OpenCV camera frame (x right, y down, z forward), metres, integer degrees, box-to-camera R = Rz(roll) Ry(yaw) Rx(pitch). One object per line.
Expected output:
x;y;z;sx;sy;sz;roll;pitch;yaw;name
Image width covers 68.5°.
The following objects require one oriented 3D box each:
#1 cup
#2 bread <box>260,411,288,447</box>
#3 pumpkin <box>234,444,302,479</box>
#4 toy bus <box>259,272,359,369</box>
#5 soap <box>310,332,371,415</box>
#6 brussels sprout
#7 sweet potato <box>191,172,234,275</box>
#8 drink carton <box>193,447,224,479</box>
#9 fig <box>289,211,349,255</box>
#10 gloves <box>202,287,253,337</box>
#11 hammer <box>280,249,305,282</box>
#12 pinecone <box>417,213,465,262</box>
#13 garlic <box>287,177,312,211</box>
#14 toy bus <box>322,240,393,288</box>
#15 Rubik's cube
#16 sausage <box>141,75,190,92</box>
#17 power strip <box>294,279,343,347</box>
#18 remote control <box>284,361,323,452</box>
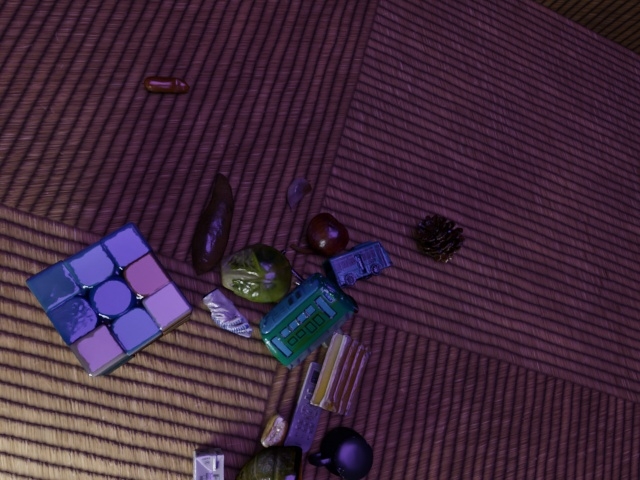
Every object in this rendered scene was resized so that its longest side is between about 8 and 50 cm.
0.073;0.776;1.690;0.223;0.176;0.169;-6;82;-19;cup
-0.159;0.685;1.677;0.082;0.106;0.125;32;72;-7;bread
-0.172;0.827;1.583;0.232;0.242;0.324;8;104;7;pumpkin
-0.056;0.274;1.698;0.343;0.183;0.199;-42;109;2;toy bus
0.080;0.504;1.769;0.173;0.089;0.274;35;69;-41;soap
-0.240;0.119;1.734;0.272;0.210;0.219;2;84;-2;brussels sprout
-0.398;-0.071;1.776;0.131;0.130;0.422;13;73;-14;sweet potato
-0.375;0.818;1.563;0.102;0.134;0.222;0;77;-15;drink carton
0.007;0.002;1.877;0.175;0.175;0.207;41;92;-4;fig
-0.338;0.274;1.729;0.229;0.097;0.119;42;24;4;gloves
-0.112;0.115;1.873;0.178;0.021;0.065;45;68;-3;hammer
0.504;-0.019;2.017;0.213;0.169;0.185;24;57;-24;pinecone
-0.095;-0.203;1.929;0.084;0.066;0.152;44;67;-5;garlic
0.148;0.097;1.901;0.256;0.128;0.147;-20;85;-20;toy bus
-0.650;0.198;1.515;0.344;0.347;0.346;-35;90;-22;Rubik's cube
-0.617;-0.622;1.877;0.183;0.054;0.062;-5;111;-20;sausage
-0.023;0.280;1.844;0.093;0.053;0.288;-34;90;-21;power strip
-0.049;0.620;1.756;0.109;0.055;0.312;31;66;-28;remote control
